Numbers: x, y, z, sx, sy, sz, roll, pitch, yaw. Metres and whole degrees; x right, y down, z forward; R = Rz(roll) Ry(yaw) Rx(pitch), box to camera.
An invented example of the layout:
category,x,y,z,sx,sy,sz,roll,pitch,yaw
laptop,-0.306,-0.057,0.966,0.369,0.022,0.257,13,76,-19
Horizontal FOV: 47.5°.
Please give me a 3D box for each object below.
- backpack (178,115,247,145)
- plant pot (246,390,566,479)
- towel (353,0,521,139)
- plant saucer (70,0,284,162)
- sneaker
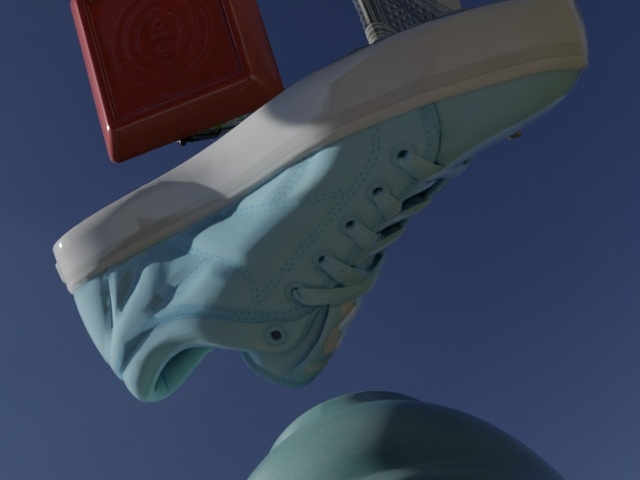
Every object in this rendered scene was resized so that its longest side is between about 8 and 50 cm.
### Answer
category,x,y,z,sx,sy,sz,roll,pitch,yaw
backpack,-0.175,-0.215,1.153,0.114,0.084,0.105,-13,-98,-33
plant pot,0.049,0.233,0.527,0.293,0.196,0.293,-4,-68,-9
towel,0.185,-0.330,1.187,0.324,0.312,0.056,18,-47,-36
plant saucer,-0.205,-0.266,0.972,0.259,0.258,0.048,-19,-11,8
sneaker,0.000,0.000,0.434,0.366,0.150,0.135,-26,-3,33
